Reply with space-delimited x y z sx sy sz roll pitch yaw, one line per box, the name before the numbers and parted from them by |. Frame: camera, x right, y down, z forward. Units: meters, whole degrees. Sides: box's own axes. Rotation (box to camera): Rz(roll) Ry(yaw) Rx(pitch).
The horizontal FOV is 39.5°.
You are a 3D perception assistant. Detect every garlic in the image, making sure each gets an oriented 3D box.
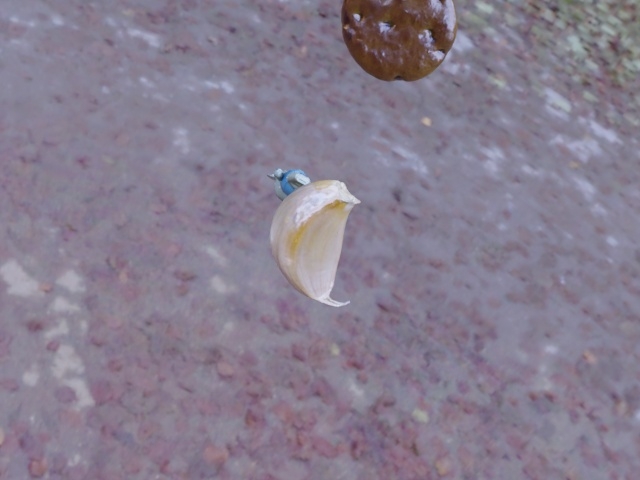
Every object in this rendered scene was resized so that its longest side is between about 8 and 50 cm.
garlic | -0.014 0.003 1.697 0.164 0.245 0.145 8 21 7

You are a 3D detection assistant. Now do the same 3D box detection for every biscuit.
biscuit | 0.133 -0.378 1.532 0.212 0.212 0.036 35 23 7

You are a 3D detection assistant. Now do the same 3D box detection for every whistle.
whistle | -0.060 -0.122 1.983 0.114 0.077 0.235 30 -5 -9
